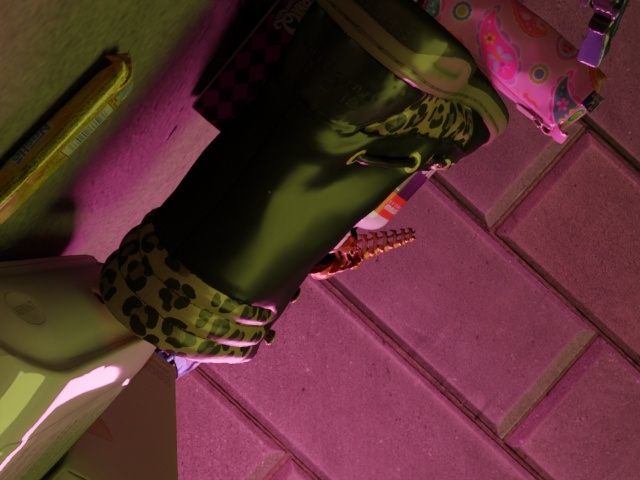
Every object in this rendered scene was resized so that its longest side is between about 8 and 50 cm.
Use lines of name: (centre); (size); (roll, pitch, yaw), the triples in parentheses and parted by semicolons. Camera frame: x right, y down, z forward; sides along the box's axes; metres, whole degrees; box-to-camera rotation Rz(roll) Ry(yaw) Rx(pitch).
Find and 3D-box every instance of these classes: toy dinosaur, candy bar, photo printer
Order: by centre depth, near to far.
candy bar: (-0.153, -0.038, 0.470); (0.161, 0.018, 0.040); (-48, -178, -6)
photo printer: (-0.240, 0.126, 0.582); (0.256, 0.107, 0.307); (-47, 178, 4)
toy dinosaur: (0.000, 0.000, 1.487); (0.164, 0.322, 0.218); (90, 19, -48)

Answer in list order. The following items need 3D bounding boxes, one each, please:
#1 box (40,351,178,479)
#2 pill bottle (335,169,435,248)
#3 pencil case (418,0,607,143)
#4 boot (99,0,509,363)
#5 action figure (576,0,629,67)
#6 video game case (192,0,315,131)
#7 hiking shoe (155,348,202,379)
box: (-0.229, 0.213, 0.875); (0.148, 0.121, 0.311); (-47, -160, 7)
pill bottle: (0.088, -0.144, 1.334); (0.323, 0.181, 0.181); (-48, 178, 10)
pencil case: (0.269, -0.268, 1.261); (0.124, 0.284, 0.124); (-47, 175, -6)
boot: (0.004, -0.048, 0.705); (0.284, 0.138, 0.377); (-48, 171, 10)
action figure: (0.307, -0.387, 1.007); (0.330, 0.179, 0.341); (-46, 154, -52)
video game case: (0.009, -0.185, 0.738); (0.232, 0.042, 0.210); (-48, 178, 13)
hiking shoe: (-0.279, 0.211, 1.506); (0.304, 0.113, 0.132); (-48, 179, 16)
